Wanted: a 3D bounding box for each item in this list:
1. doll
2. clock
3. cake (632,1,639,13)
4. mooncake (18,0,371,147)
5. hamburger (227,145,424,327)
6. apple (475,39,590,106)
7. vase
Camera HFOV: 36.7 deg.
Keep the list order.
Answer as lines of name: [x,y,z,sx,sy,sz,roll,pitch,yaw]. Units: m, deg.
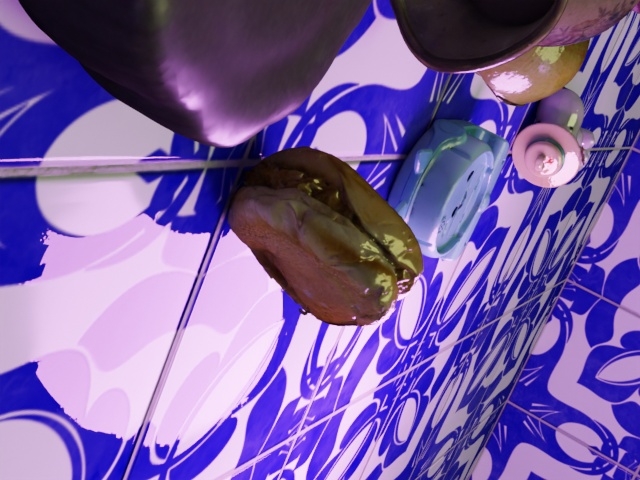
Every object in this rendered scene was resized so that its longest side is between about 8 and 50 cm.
doll: [0.489,-0.184,1.954,0.208,0.144,0.271,-67,155,-12]
clock: [0.185,-0.071,1.477,0.274,0.094,0.223,-9,123,-65]
cake: [0.511,-0.473,1.695,0.113,0.116,0.295,-57,156,1]
mooncake: [-0.072,-0.217,0.641,0.306,0.154,0.306,-47,154,-33]
hamburger: [0.000,-0.001,1.002,0.108,0.214,0.213,-47,155,-23]
apple: [0.284,-0.292,1.345,0.188,0.174,0.207,-10,109,-67]
vase: [0.275,-0.328,1.069,0.302,0.329,0.241,-37,114,-43]
